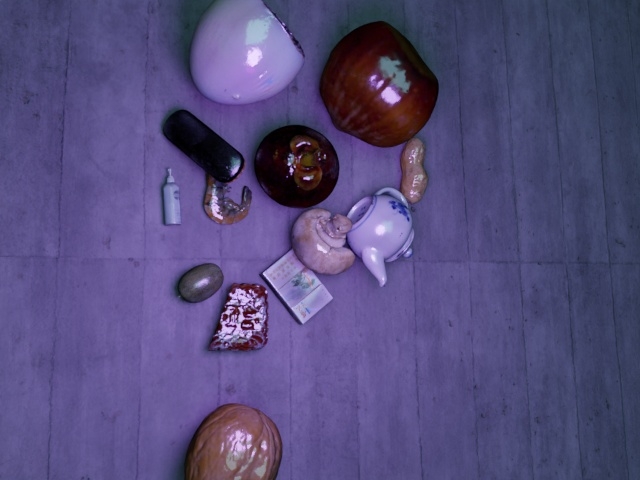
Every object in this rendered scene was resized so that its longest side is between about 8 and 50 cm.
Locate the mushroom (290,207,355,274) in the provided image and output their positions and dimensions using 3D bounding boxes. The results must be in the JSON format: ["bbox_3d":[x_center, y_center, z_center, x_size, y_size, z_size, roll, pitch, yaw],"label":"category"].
[{"bbox_3d":[0.000,0.000,1.758,0.189,0.195,0.253,-16,68,-43],"label":"mushroom"}]

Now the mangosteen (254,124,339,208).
[{"bbox_3d":[-0.079,-0.244,1.748,0.298,0.293,0.296,-4,125,-6],"label":"mangosteen"}]

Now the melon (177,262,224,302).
[{"bbox_3d":[-0.399,0.141,1.683,0.167,0.114,0.114,-34,94,-18],"label":"melon"}]

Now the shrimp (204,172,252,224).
[{"bbox_3d":[-0.320,-0.201,1.789,0.169,0.058,0.295,4,84,-28],"label":"shrimp"}]

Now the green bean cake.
[{"bbox_3d":[-0.272,0.257,1.719,0.199,0.097,0.232,6,82,-17],"label":"green bean cake"}]

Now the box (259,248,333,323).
[{"bbox_3d":[-0.086,0.163,1.809,0.149,0.067,0.233,-40,96,-18],"label":"box"}]

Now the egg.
[{"bbox_3d":[-0.278,-0.610,1.712,0.340,0.354,0.354,-43,98,2],"label":"egg"}]

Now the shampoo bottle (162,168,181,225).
[{"bbox_3d":[-0.501,-0.148,1.716,0.056,0.056,0.194,-4,85,-19],"label":"shampoo bottle"}]

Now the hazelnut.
[{"bbox_3d":[0.218,-0.565,1.859,0.429,0.402,0.402,38,73,-15],"label":"hazelnut"}]

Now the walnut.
[{"bbox_3d":[-0.268,0.678,1.574,0.333,0.333,0.332,2,82,-18],"label":"walnut"}]

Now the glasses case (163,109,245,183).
[{"bbox_3d":[-0.392,-0.317,1.718,0.321,0.082,0.122,39,88,11],"label":"glasses case"}]

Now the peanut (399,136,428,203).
[{"bbox_3d":[0.365,-0.274,1.993,0.101,0.117,0.262,11,76,-48],"label":"peanut"}]

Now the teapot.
[{"bbox_3d":[0.234,-0.026,1.846,0.280,0.252,0.423,37,50,-21],"label":"teapot"}]
